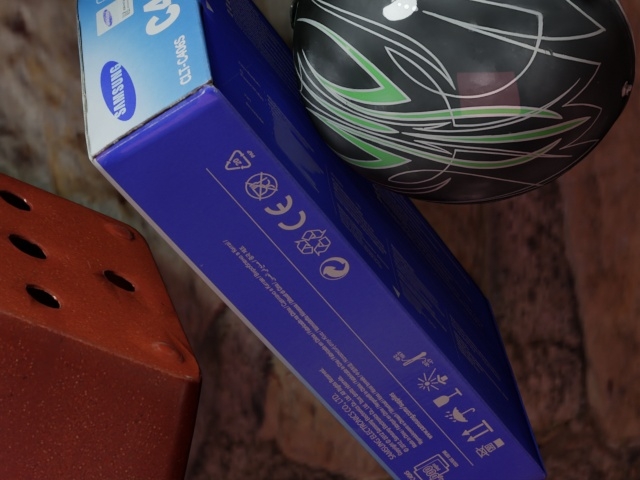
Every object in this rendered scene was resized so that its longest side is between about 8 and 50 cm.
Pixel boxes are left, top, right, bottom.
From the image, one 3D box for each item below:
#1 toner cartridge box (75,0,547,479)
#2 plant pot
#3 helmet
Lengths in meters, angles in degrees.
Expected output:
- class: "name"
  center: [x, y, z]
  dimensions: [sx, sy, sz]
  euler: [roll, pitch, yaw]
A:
- class: "toner cartridge box"
  center: [0.000, 0.000, 0.955]
  dimensions: [0.075, 0.165, 0.348]
  euler: [-31, 127, 13]
- class: "plant pot"
  center: [-0.213, 0.096, 0.943]
  dimensions: [0.267, 0.267, 0.236]
  euler: [22, 108, -27]
- class: "helmet"
  center: [0.071, -0.097, 0.893]
  dimensions: [0.169, 0.161, 0.169]
  euler: [-6, 129, -7]
